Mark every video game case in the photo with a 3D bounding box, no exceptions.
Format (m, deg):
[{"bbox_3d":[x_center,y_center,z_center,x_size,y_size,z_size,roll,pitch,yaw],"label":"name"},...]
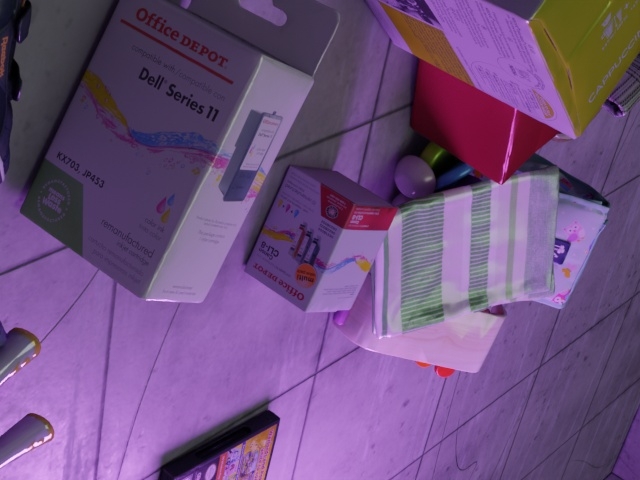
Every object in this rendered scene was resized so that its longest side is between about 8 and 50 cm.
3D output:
[{"bbox_3d":[-0.182,0.435,2.006,0.248,0.035,0.275,-22,135,-47],"label":"video game case"}]

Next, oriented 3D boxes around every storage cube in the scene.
[{"bbox_3d":[0.271,-0.238,1.869,0.183,0.215,0.193,-41,153,-29],"label":"storage cube"}]

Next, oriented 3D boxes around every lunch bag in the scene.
[{"bbox_3d":[0.365,-0.027,2.164,0.160,0.262,0.223,-14,131,-52],"label":"lunch bag"}]

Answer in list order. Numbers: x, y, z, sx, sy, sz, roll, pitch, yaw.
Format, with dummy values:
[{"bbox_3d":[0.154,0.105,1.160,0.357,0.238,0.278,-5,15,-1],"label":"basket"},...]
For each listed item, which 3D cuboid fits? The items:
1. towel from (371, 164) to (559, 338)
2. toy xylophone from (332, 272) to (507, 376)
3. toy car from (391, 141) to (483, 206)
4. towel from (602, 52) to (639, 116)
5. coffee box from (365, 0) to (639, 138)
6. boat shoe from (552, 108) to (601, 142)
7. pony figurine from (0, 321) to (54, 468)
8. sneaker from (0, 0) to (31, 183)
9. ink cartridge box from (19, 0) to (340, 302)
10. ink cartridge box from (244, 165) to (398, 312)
[{"bbox_3d":[0.233,0.023,1.961,0.324,0.038,0.248,-13,122,-15],"label":"towel"},{"bbox_3d":[0.195,0.114,2.070,0.322,0.081,0.236,24,105,-30],"label":"toy xylophone"},{"bbox_3d":[0.206,-0.083,1.992,0.159,0.136,0.182,-34,144,-35],"label":"toy car"},{"bbox_3d":[0.394,-0.352,1.802,0.312,0.324,0.056,-43,155,-28],"label":"towel"},{"bbox_3d":[0.260,-0.393,1.561,0.338,0.334,0.338,-55,151,-5],"label":"coffee box"},{"bbox_3d":[0.515,-0.311,2.289,0.285,0.103,0.092,-48,155,-6],"label":"boat shoe"},{"bbox_3d":[-0.426,0.244,1.238,0.363,0.302,0.351,-56,164,-37],"label":"pony figurine"},{"bbox_3d":[-0.315,-0.183,1.090,0.127,0.126,0.321,-36,144,-24],"label":"sneaker"},{"bbox_3d":[-0.151,-0.134,1.308,0.119,0.207,0.353,12,107,-61],"label":"ink cartridge box"},{"bbox_3d":[0.000,0.000,1.760,0.127,0.128,0.176,0,117,-57],"label":"ink cartridge box"}]
